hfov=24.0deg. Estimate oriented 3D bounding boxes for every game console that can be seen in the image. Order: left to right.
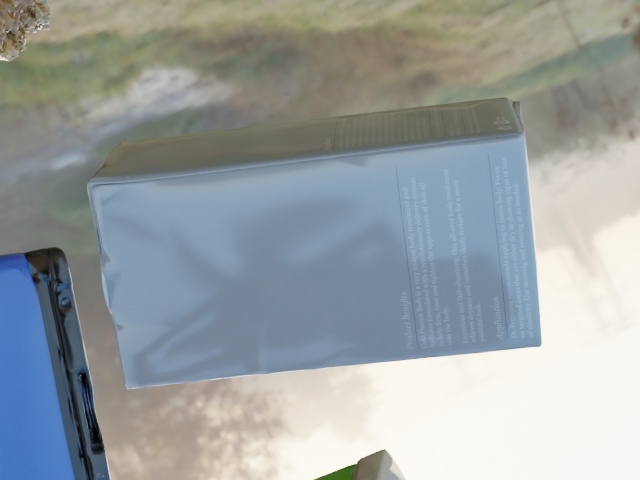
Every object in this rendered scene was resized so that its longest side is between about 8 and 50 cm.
[{"bbox_3d":[-0.280,0.164,1.278,0.173,0.293,0.250,-10,178,-26],"label":"game console"}]

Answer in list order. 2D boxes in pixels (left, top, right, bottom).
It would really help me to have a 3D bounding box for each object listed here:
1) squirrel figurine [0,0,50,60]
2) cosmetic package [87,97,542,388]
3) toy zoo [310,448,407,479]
[{"bbox_3d":[-0.377,-0.214,1.051,0.397,0.370,0.281,-7,158,-20],"label":"squirrel figurine"},{"bbox_3d":[0.000,0.000,0.843,0.238,0.127,0.107,-4,-163,6],"label":"cosmetic package"},{"bbox_3d":[-0.051,0.223,0.674,0.293,0.192,0.030,-25,-161,20],"label":"toy zoo"}]
